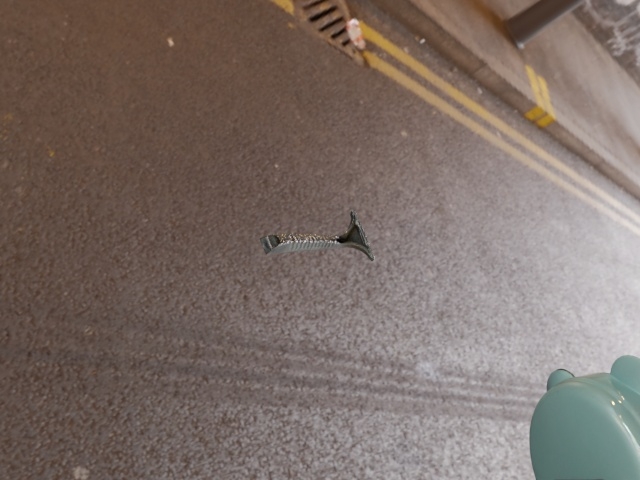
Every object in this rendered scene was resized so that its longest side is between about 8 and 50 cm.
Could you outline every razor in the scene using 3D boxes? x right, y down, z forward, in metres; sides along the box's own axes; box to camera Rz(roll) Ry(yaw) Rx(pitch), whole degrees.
[{"bbox_3d":[-0.005,0.002,0.704,0.190,0.033,0.066,-5,70,-59],"label":"razor"}]

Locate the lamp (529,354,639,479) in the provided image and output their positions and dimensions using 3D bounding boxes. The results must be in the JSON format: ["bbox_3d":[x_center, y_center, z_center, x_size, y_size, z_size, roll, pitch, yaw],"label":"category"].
[{"bbox_3d":[0.329,0.282,0.731,0.147,0.209,0.283,13,68,-10],"label":"lamp"}]
